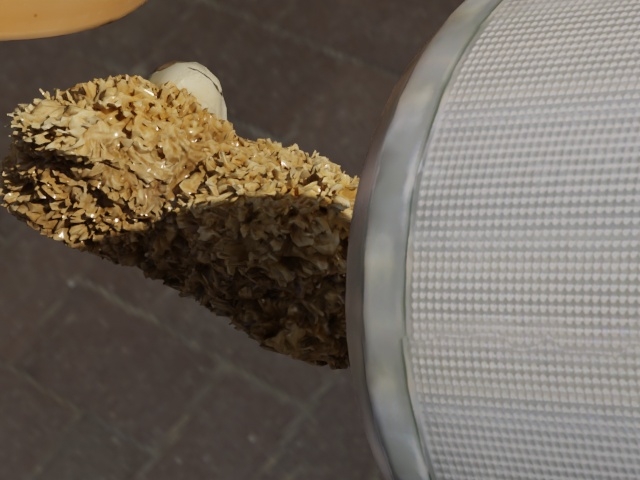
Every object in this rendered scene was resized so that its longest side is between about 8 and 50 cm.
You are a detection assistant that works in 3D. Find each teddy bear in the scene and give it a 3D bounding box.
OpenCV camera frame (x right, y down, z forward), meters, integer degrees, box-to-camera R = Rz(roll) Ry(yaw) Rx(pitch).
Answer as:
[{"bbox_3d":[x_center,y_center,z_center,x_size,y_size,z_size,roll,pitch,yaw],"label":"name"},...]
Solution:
[{"bbox_3d":[0.000,0.000,1.025,0.338,0.245,0.113,28,97,29],"label":"teddy bear"}]

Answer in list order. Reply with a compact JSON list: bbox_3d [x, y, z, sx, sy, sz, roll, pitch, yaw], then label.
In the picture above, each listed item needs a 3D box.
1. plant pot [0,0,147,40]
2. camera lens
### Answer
[{"bbox_3d":[-0.150,-0.226,0.627,0.291,0.291,0.203,55,130,43],"label":"plant pot"},{"bbox_3d":[0.161,0.016,0.569,0.274,0.219,0.219,0,57,44],"label":"camera lens"}]
